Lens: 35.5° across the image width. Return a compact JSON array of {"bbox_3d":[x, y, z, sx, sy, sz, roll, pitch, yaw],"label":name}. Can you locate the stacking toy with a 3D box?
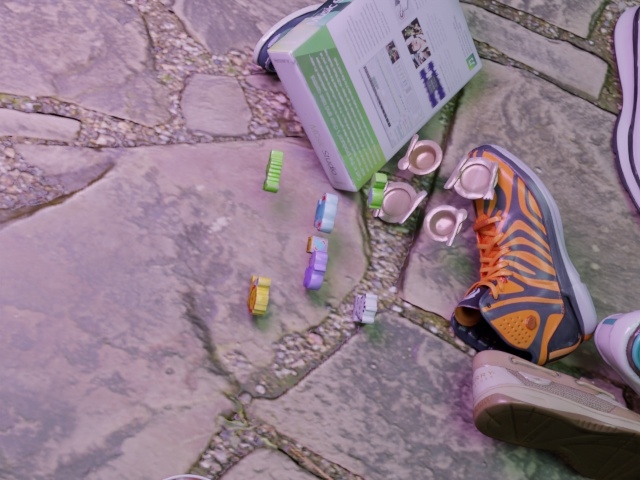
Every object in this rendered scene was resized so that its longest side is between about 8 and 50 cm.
[{"bbox_3d":[0.000,0.000,1.330,0.167,0.052,0.221,10,83,-16],"label":"stacking toy"}]

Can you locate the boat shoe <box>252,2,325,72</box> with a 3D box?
[{"bbox_3d":[0.019,-0.289,1.452,0.254,0.095,0.079,-24,69,-34],"label":"boat shoe"}]

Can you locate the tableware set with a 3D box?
[{"bbox_3d":[0.160,-0.071,1.399,0.169,0.020,0.141,24,79,29],"label":"tableware set"}]

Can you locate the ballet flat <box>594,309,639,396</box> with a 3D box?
[{"bbox_3d":[0.529,0.230,1.398,0.400,0.139,0.139,43,62,-17],"label":"ballet flat"}]

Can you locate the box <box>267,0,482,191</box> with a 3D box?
[{"bbox_3d":[0.088,-0.256,1.415,0.322,0.058,0.232,-45,126,-28],"label":"box"}]

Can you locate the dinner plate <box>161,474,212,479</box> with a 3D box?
[{"bbox_3d":[-0.161,0.351,1.190,0.141,0.017,0.141,6,70,-17],"label":"dinner plate"}]

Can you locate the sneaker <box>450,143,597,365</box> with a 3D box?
[{"bbox_3d":[0.249,0.028,1.390,0.180,0.124,0.321,-23,82,-26],"label":"sneaker"}]

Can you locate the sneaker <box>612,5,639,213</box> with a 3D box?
[{"bbox_3d":[0.585,-0.223,1.531,0.169,0.257,0.447,4,70,-18],"label":"sneaker"}]

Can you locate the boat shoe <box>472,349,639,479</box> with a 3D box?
[{"bbox_3d":[0.355,0.235,1.357,0.341,0.121,0.110,24,41,-23],"label":"boat shoe"}]
